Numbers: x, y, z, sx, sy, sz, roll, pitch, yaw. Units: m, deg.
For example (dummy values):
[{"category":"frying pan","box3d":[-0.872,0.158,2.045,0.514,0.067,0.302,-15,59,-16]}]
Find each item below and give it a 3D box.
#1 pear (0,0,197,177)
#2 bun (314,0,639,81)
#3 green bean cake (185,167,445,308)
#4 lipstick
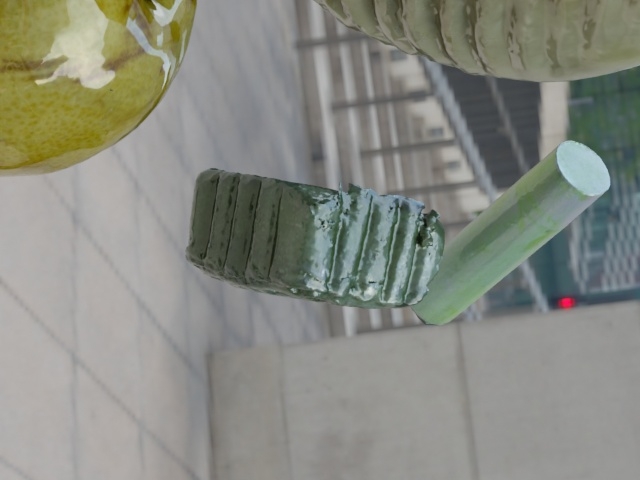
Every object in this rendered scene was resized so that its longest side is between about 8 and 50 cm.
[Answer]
[{"category":"pear","box3d":[-0.177,-0.132,0.790,0.209,0.209,0.209,-7,90,-84]},{"category":"bun","box3d":[0.088,-0.234,0.688,0.234,0.362,0.326,-52,138,-27]},{"category":"green bean cake","box3d":[0.000,0.000,1.480,0.227,0.222,0.125,6,91,-43]},{"category":"lipstick","box3d":[0.198,-0.001,1.570,0.304,0.076,0.076,-47,-142,47]}]
